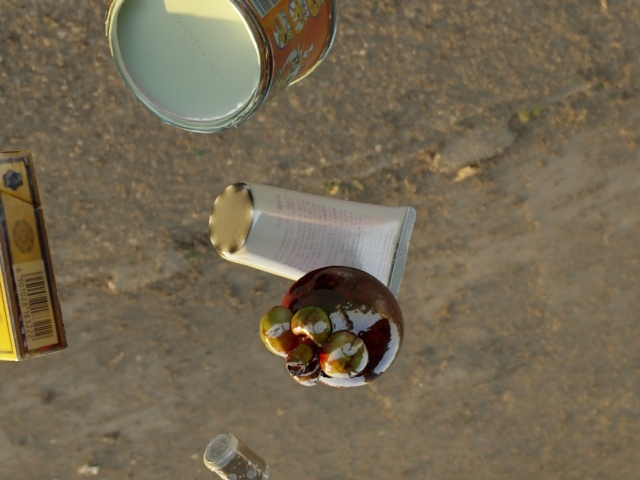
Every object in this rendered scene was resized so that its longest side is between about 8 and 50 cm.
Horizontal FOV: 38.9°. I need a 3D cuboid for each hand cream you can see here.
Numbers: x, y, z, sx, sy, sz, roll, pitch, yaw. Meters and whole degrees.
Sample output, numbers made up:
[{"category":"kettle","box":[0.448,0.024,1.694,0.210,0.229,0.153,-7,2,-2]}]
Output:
[{"category":"hand cream","box":[0.000,0.000,1.430,0.359,0.185,0.118,15,176,-36]}]

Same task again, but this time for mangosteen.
[{"category":"mangosteen","box":[0.014,0.123,1.224,0.200,0.199,0.199,-11,146,-8]}]

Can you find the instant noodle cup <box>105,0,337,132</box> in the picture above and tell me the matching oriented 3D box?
[{"category":"instant noodle cup","box":[-0.142,-0.296,1.236,0.297,0.214,0.296,10,126,15]}]

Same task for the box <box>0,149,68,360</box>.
[{"category":"box","box":[-0.484,0.027,1.369,0.084,0.301,0.193,-12,-177,-41]}]

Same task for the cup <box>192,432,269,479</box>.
[{"category":"cup","box":[-0.157,0.388,1.557,0.102,0.074,0.099,-29,121,21]}]
